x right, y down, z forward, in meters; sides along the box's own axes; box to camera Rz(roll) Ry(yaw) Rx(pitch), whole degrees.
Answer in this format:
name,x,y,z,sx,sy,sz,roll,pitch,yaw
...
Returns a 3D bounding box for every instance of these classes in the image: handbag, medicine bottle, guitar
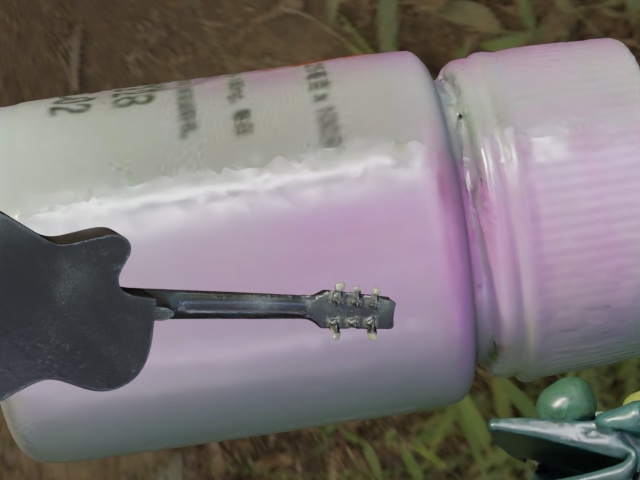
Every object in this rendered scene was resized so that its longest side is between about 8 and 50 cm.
name,x,y,z,sx,sy,sz,roll,pitch,yaw
handbag,0.229,0.114,0.965,0.269,0.274,0.100,-2,76,10
medicine bottle,0.000,0.000,1.105,0.388,0.219,0.219,-9,101,-1
guitar,-0.073,0.030,0.802,0.233,0.025,0.088,2,100,-23
